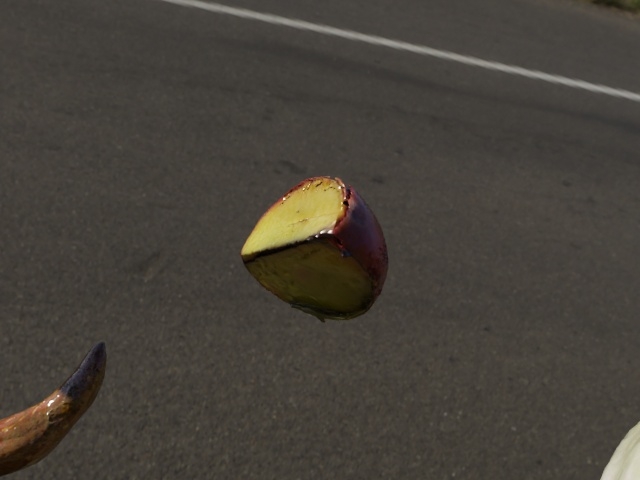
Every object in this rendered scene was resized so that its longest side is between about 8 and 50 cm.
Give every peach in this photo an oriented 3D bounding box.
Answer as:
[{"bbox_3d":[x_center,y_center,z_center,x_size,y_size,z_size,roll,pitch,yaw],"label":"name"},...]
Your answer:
[{"bbox_3d":[0.000,0.000,0.383,0.077,0.083,0.050,22,65,16],"label":"peach"}]

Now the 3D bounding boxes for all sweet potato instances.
[{"bbox_3d":[-0.322,0.202,0.805,0.255,0.078,0.058,-29,5,-16],"label":"sweet potato"}]

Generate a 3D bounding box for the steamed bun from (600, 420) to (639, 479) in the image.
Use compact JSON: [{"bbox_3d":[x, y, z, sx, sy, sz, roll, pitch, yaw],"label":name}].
[{"bbox_3d":[0.320,0.218,0.487,0.347,0.394,0.237,-17,3,-19],"label":"steamed bun"}]
